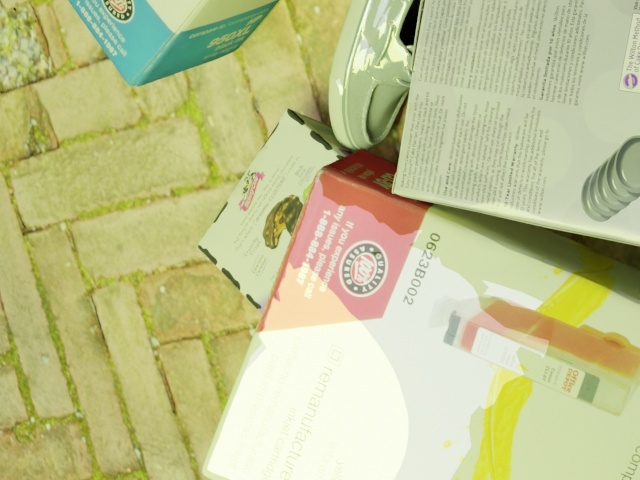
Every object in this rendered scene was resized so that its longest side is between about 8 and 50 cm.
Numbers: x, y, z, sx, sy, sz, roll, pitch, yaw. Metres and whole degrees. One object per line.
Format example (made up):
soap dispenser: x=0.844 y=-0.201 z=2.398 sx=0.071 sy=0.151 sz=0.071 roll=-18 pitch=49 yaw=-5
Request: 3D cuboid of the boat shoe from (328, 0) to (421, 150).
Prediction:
boat shoe: x=0.069 y=-0.174 z=1.338 sx=0.081 sy=0.079 sz=0.227 roll=30 pitch=121 yaw=32

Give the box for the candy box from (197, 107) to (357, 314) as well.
candy box: x=0.000 y=0.000 z=1.403 sx=0.196 sy=0.070 sz=0.165 roll=45 pitch=107 yaw=35

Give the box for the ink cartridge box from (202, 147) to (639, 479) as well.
ink cartridge box: x=0.140 y=0.129 z=1.226 sx=0.385 sy=0.160 sz=0.279 roll=23 pitch=101 yaw=9

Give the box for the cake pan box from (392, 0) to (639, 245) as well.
cake pan box: x=0.188 y=-0.138 z=1.079 sx=0.246 sy=0.070 sz=0.266 roll=11 pitch=96 yaw=27

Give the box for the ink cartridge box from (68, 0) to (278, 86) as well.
ink cartridge box: x=-0.102 y=-0.374 z=1.340 sx=0.285 sy=0.166 sz=0.395 roll=55 pitch=132 yaw=8
